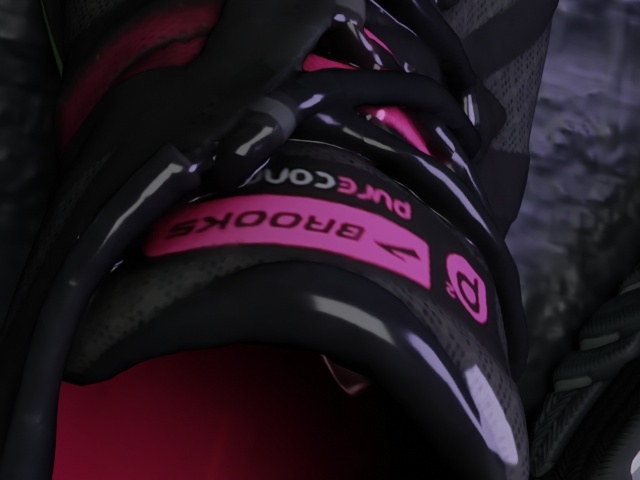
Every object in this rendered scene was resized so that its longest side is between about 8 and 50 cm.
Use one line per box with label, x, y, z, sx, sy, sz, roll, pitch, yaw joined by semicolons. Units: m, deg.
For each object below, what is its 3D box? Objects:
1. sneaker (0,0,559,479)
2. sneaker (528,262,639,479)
sneaker;0.000;0.000;0.513;0.185;0.202;0.482;15;75;-21
sneaker;0.174;0.038;0.650;0.132;0.086;0.228;44;66;-13
